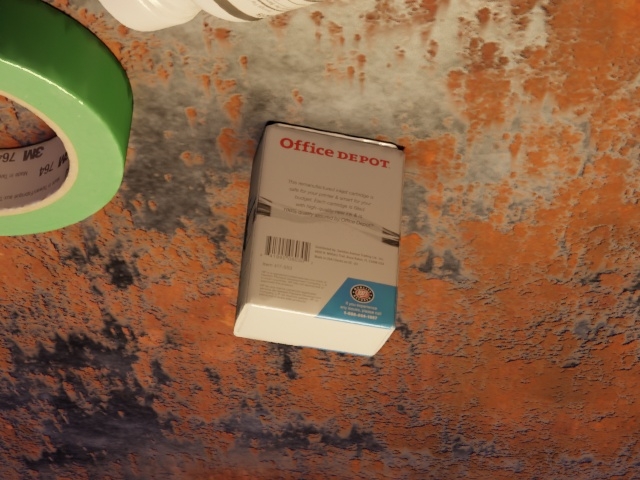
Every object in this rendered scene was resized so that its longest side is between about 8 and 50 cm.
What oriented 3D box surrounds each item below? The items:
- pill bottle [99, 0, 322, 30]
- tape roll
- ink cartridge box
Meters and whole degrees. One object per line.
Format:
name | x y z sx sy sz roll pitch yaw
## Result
pill bottle | -0.020 -0.238 0.978 0.278 0.162 0.162 -11 147 27
tape roll | -0.335 -0.114 1.325 0.321 0.077 0.321 3 151 2
ink cartridge box | 0.000 0.000 1.366 0.140 0.190 0.082 10 151 -9
